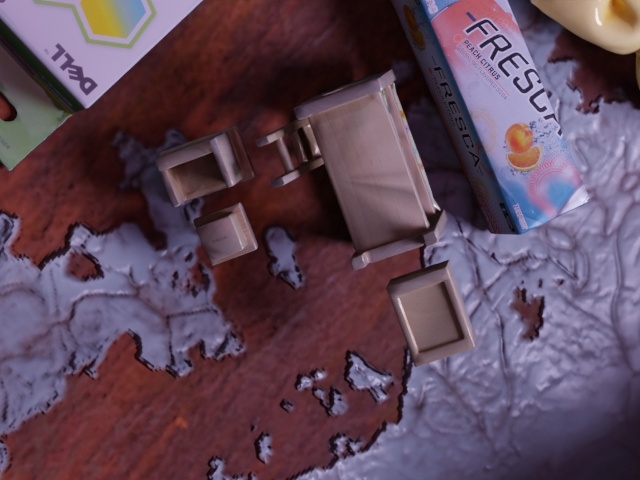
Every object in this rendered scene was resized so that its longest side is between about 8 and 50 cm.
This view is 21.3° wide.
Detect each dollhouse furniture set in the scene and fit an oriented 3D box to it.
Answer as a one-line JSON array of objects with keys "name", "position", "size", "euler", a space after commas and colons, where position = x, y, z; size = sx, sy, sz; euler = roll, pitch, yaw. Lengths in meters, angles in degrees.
[{"name": "dollhouse furniture set", "position": [0.000, 0.000, 1.125], "size": [0.161, 0.101, 0.182], "euler": [-19, 97, 11]}]

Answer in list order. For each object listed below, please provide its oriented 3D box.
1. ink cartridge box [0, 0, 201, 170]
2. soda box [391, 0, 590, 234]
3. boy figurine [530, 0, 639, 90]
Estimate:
[{"name": "ink cartridge box", "position": [-0.154, -0.154, 1.077], "size": [0.209, 0.062, 0.109], "euler": [-44, 102, -10]}, {"name": "soda box", "position": [0.114, -0.097, 1.149], "size": [0.058, 0.063, 0.183], "euler": [-26, 97, -12]}, {"name": "boy figurine", "position": [0.218, -0.203, 1.161], "size": [0.177, 0.092, 0.285], "euler": [-38, 101, -12]}]
